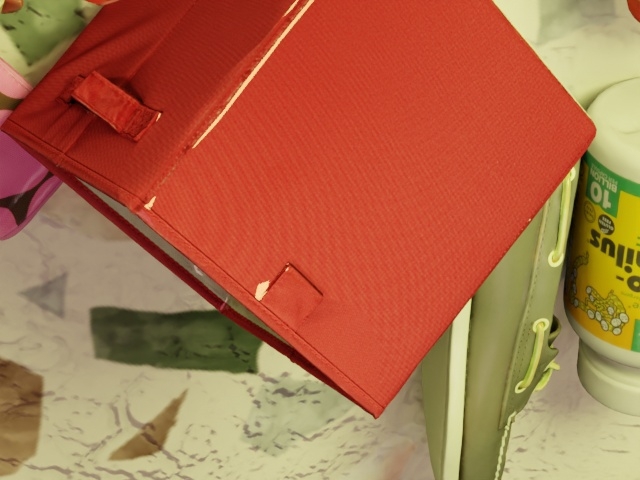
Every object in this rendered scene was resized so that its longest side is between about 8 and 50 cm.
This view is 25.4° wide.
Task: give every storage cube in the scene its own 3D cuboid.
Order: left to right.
[{"bbox_3d":[-0.013,-0.059,0.741,0.193,0.184,0.215,-51,123,-8],"label":"storage cube"}]

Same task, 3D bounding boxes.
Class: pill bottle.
[{"bbox_3d":[0.219,0.009,0.923,0.118,0.117,0.208,-7,127,-9],"label":"pill bottle"}]

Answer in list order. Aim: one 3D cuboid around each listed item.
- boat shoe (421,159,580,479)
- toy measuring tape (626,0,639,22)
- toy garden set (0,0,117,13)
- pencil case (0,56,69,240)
[{"bbox_3d":[0.116,0.057,0.938,0.091,0.109,0.305,-4,122,-5],"label":"boat shoe"},{"bbox_3d":[0.280,-0.169,0.813,0.330,0.121,0.121,1,125,-14],"label":"toy measuring tape"},{"bbox_3d":[-0.196,-0.181,0.670,0.244,0.203,0.049,6,166,-17],"label":"toy garden set"},{"bbox_3d":[-0.221,-0.094,0.765,0.098,0.095,0.209,-45,126,1],"label":"pencil case"}]
